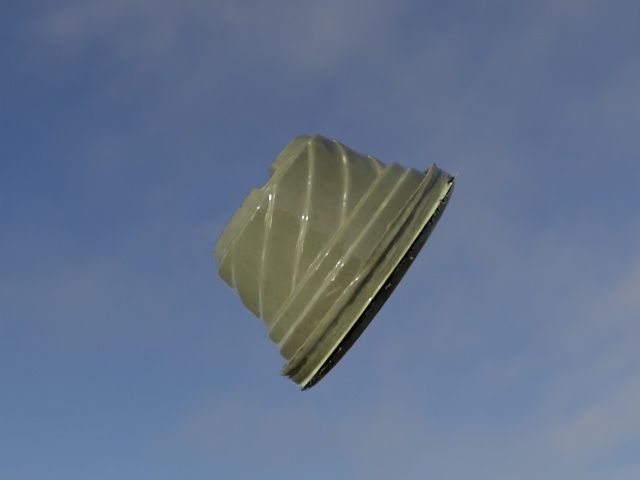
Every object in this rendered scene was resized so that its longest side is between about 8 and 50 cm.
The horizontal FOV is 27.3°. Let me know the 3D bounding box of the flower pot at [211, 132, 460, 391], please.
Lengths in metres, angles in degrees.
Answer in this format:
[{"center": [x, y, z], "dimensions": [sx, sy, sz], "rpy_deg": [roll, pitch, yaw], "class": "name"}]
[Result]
[{"center": [0.000, 0.000, 1.118], "dimensions": [0.140, 0.235, 0.235], "rpy_deg": [38, -27, 0], "class": "flower pot"}]
